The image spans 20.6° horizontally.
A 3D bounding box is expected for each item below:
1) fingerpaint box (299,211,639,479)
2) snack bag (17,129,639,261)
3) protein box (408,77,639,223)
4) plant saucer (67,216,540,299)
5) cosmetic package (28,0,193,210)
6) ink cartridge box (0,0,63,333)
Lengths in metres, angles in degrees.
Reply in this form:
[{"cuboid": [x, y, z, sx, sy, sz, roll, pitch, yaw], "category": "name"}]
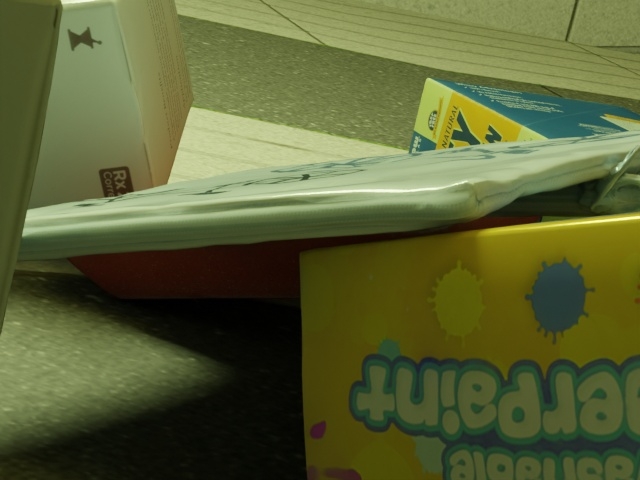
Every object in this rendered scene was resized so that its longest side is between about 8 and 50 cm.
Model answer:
[{"cuboid": [0.272, 0.062, 0.719, 0.371, 0.163, 0.445, 1, -4, -40], "category": "fingerpaint box"}, {"cuboid": [0.018, -0.020, 0.904, 0.323, 0.037, 0.342, -4, 5, 30], "category": "snack bag"}, {"cuboid": [0.197, -0.029, 1.383, 0.200, 0.136, 0.201, 5, 16, -27], "category": "protein box"}, {"cuboid": [0.000, 0.000, 1.150, 0.259, 0.047, 0.258, -2, 7, 24], "category": "plant saucer"}, {"cuboid": [-0.181, -0.115, 1.190, 0.151, 0.151, 0.183, -6, 27, 8], "category": "cosmetic package"}, {"cuboid": [-0.307, -0.089, 0.741, 0.279, 0.160, 0.385, 5, 16, -29], "category": "ink cartridge box"}]
